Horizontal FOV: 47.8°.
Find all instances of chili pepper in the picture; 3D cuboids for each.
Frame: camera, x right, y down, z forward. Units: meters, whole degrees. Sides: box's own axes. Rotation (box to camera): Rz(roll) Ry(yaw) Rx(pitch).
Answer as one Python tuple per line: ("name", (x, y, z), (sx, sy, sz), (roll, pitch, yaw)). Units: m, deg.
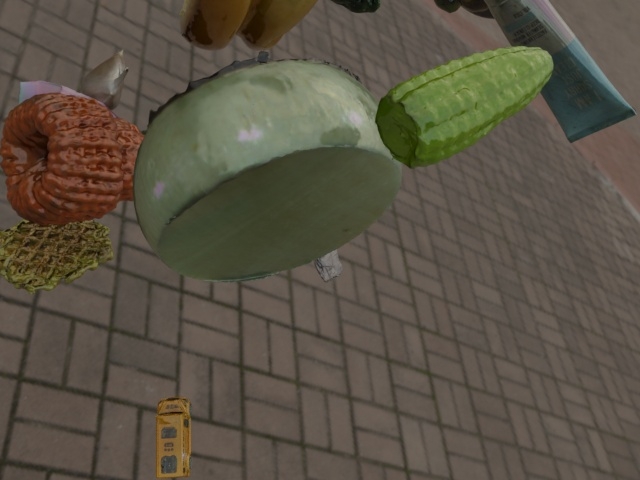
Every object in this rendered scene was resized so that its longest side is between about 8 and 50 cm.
("chili pepper", (0.067, -0.717, 2.081), (0.225, 0.098, 0.061), (20, 53, 3))

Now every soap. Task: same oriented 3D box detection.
("soap", (-0.635, -0.295, 1.858), (0.324, 0.193, 0.109), (48, 42, -72))

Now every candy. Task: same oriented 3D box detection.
("candy", (0.162, -0.153, 0.772), (0.210, 0.096, 0.096), (-27, 73, -14))

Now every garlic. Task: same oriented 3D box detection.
("garlic", (-0.560, -0.410, 1.909), (0.129, 0.148, 0.266), (-6, 26, -25))

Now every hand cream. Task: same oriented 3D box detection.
("hand cream", (0.333, -0.276, 1.062), (0.312, 0.111, 0.070), (48, 44, -16))

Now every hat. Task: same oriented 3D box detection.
("hat", (-0.438, -0.145, 1.500), (0.400, 0.285, 0.285), (9, 50, -47))

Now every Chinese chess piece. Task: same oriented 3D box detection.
("Chinese chess piece", (-0.068, -0.081, 0.943), (0.350, 0.349, 0.146), (4, 56, -44))

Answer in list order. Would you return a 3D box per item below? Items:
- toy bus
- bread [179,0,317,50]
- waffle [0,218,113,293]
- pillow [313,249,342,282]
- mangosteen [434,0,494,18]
("toy bus", (-0.303, 0.402, 1.475), (0.070, 0.074, 0.162), (-4, 74, 2))
("bread", (-0.124, -0.498, 1.252), (0.246, 0.424, 0.328), (-4, 94, -16))
("waffle", (-0.599, 0.014, 1.618), (0.254, 0.052, 0.245), (-27, 51, -27))
("pillow", (0.000, 0.000, 2.193), (0.135, 0.049, 0.248), (-24, 90, -59))
("mangosteen", (0.423, -0.677, 1.739), (0.311, 0.311, 0.311), (27, 40, -25))
